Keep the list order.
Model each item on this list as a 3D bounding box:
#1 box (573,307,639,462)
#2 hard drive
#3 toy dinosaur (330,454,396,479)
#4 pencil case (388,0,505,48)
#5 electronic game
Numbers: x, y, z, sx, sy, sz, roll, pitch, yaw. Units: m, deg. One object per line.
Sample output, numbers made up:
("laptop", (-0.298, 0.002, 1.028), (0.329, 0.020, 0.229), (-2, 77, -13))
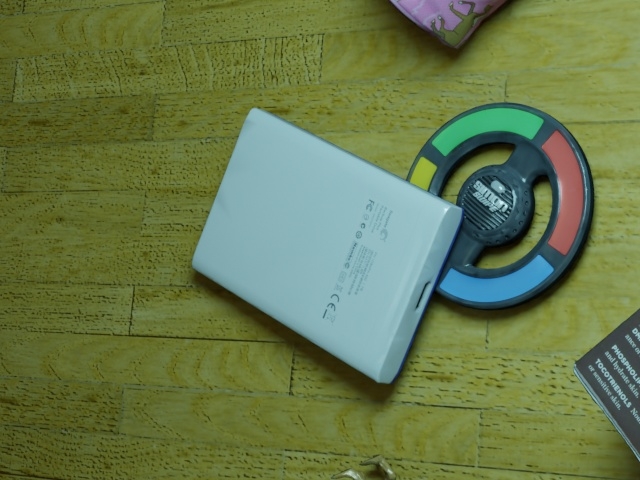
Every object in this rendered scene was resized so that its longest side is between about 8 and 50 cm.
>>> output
("box", (0.386, 0.128, 1.483), (0.203, 0.168, 0.167), (-43, 60, 18))
("hard drive", (0.000, 0.000, 1.806), (0.318, 0.040, 0.210), (29, 102, 38))
("toy dinosaur", (0.072, 0.293, 1.726), (0.211, 0.064, 0.112), (-25, 86, 36))
("pencil case", (0.210, -0.388, 1.707), (0.386, 0.160, 0.167), (-47, 27, 17))
("electronic game", (0.189, -0.038, 1.714), (0.229, 0.048, 0.229), (-7, 76, 32))
